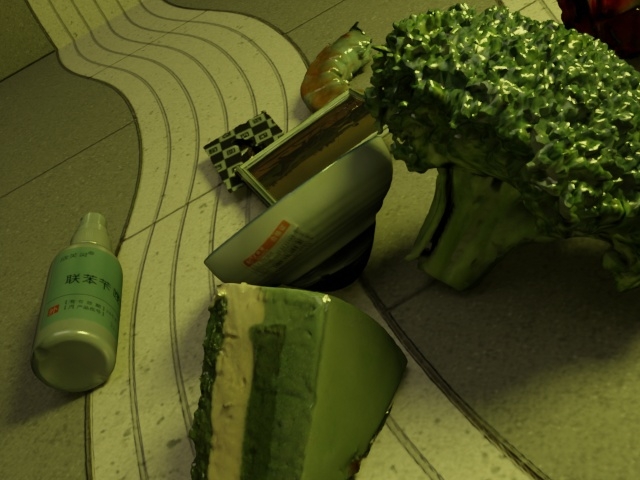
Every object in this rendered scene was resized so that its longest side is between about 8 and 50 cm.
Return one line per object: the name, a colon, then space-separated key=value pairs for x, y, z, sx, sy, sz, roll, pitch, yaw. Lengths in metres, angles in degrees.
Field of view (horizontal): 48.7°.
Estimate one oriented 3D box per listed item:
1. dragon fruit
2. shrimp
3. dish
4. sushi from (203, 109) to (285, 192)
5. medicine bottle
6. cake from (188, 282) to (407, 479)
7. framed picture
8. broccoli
dragon fruit: x=0.431 y=-0.336 z=0.985 sx=0.189 sy=0.182 sz=0.182 roll=-22 pitch=31 yaw=41
shrimp: x=0.055 y=-0.286 z=1.266 sx=0.185 sy=0.068 sz=0.287 roll=-34 pitch=37 yaw=-3
dish: x=0.000 y=0.000 z=0.897 sx=0.273 sy=0.134 sz=0.273 roll=-35 pitch=2 yaw=1
sushi: x=-0.121 y=-0.151 z=1.250 sx=0.139 sy=0.031 sz=0.201 roll=-30 pitch=38 yaw=-3
medicine bottle: x=-0.355 y=0.067 z=1.069 sx=0.110 sy=0.110 sz=0.352 roll=-25 pitch=35 yaw=5
cake: x=-0.060 y=0.172 z=0.687 sx=0.158 sy=0.172 sz=0.283 roll=2 pitch=47 yaw=39
framed picture: x=-0.006 y=-0.151 z=1.111 sx=0.252 sy=0.014 sz=0.197 roll=-36 pitch=34 yaw=-6
broccoli: x=0.219 y=-0.092 z=0.740 sx=0.375 sy=0.302 sz=0.249 roll=33 pitch=67 yaw=10
